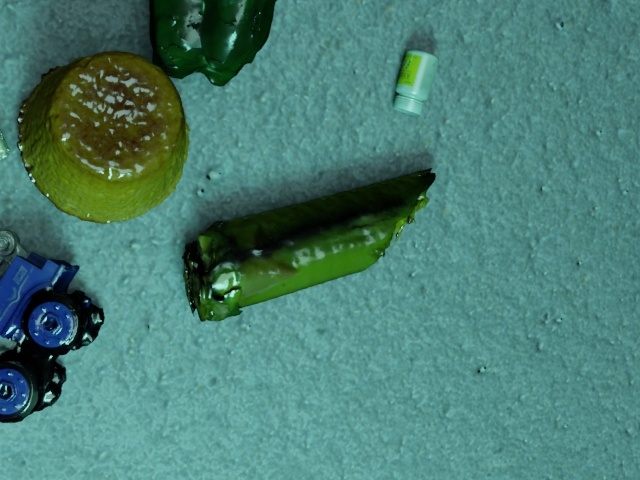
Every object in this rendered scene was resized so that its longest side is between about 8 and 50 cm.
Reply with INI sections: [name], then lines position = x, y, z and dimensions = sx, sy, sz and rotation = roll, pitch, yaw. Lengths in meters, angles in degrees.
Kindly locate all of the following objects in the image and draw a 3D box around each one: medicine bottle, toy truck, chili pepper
[medicine bottle]
position = 0.129, -0.215, 1.542
dimensions = 0.047, 0.047, 0.083
rotation = 16, 91, -20
[toy truck]
position = -0.375, 0.108, 1.370
dimensions = 0.177, 0.161, 0.213
rotation = 32, 87, -1
[chili pepper]
position = -0.124, -0.324, 1.382
dimensions = 0.165, 0.174, 0.261
rotation = 9, 88, 4

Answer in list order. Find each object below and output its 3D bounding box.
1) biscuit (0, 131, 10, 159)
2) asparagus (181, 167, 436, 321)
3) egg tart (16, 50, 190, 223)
[biscuit]
position = -0.491, -0.177, 1.330
dimensions = 0.150, 0.052, 0.252
rotation = -32, 108, -16
[asparagus]
position = 0.000, 0.000, 1.493
dimensions = 0.381, 0.128, 0.108
rotation = -16, 139, -18
[egg tart]
position = -0.251, -0.136, 1.358
dimensions = 0.215, 0.171, 0.215
rotation = 3, 81, -17
